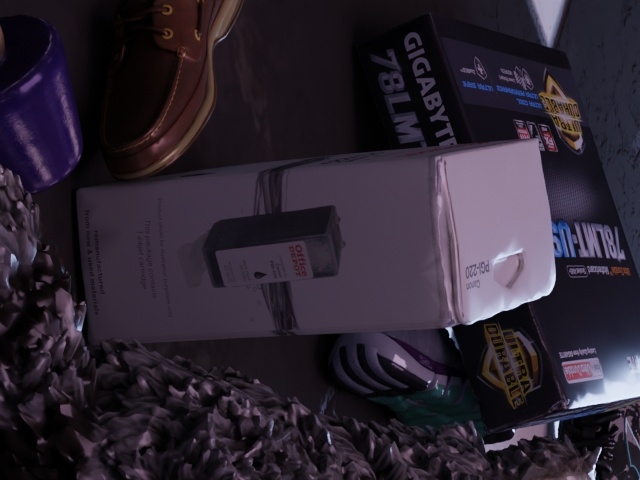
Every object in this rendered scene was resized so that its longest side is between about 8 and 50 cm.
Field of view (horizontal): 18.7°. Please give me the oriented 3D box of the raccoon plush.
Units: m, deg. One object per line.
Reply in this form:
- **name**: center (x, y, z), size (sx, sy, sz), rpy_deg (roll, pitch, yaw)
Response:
- **raccoon plush**: center (-0.016, 0.081, 0.931), size (0.299, 0.216, 0.446), rpy_deg (-40, 131, -38)

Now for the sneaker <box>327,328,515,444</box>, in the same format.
- **sneaker**: center (0.081, 0.079, 1.380), size (0.224, 0.083, 0.098), rpy_deg (39, 49, -56)

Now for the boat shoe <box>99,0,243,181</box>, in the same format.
- **boat shoe**: center (-0.091, -0.107, 1.066), size (0.060, 0.064, 0.178), rpy_deg (58, 33, -38)

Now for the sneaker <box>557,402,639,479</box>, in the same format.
- **sneaker**: center (0.255, 0.177, 1.705), size (0.106, 0.101, 0.267), rpy_deg (-16, 102, -61)

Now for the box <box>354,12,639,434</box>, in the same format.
- **box**: center (0.155, -0.010, 1.456), size (0.295, 0.073, 0.293), rpy_deg (4, 65, -64)

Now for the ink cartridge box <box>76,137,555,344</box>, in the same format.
- **ink cartridge box**: center (0.000, 0.000, 1.061), size (0.158, 0.218, 0.092), rpy_deg (-14, 101, -64)

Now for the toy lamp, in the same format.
- **toy lamp**: center (-0.183, -0.136, 0.864), size (0.274, 0.080, 0.080), rpy_deg (65, 34, -34)
